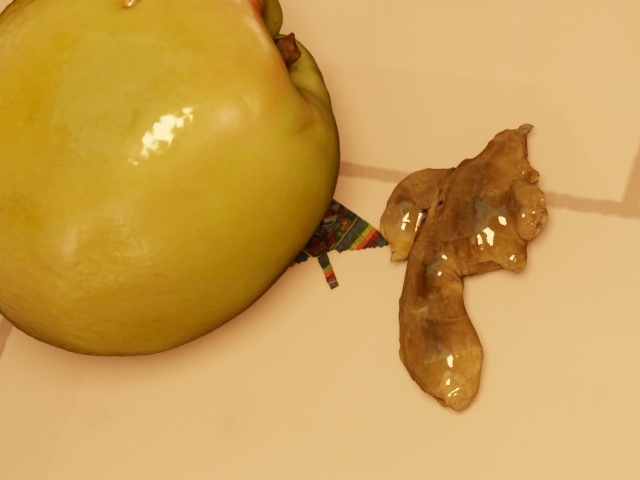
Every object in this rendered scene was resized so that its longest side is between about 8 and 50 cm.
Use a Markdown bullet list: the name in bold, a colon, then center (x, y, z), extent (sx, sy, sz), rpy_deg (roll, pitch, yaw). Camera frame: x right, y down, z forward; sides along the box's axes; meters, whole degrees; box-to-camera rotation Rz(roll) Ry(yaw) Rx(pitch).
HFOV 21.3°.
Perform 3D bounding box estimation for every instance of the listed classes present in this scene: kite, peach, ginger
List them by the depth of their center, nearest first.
- **ginger**: center (0.109, 0.016, 1.255), extent (0.133, 0.059, 0.214), rpy_deg (-16, 59, 22)
- **peach**: center (-0.136, -0.064, 1.275), extent (0.315, 0.314, 0.281), rpy_deg (-41, 91, 3)
- **kite**: center (0.000, 0.000, 1.346), extent (0.122, 0.004, 0.090), rpy_deg (-19, 60, 16)
